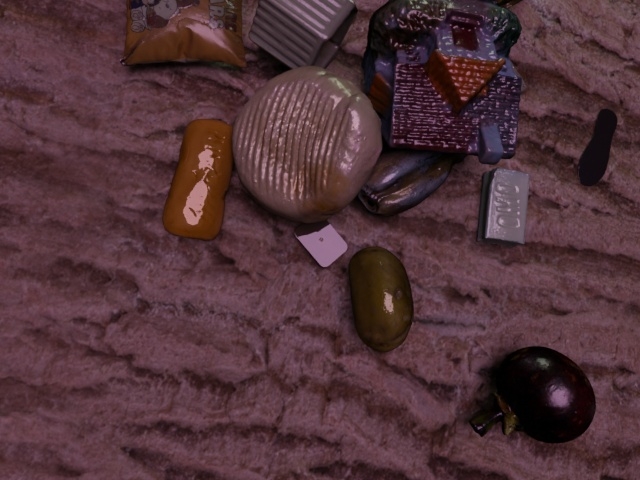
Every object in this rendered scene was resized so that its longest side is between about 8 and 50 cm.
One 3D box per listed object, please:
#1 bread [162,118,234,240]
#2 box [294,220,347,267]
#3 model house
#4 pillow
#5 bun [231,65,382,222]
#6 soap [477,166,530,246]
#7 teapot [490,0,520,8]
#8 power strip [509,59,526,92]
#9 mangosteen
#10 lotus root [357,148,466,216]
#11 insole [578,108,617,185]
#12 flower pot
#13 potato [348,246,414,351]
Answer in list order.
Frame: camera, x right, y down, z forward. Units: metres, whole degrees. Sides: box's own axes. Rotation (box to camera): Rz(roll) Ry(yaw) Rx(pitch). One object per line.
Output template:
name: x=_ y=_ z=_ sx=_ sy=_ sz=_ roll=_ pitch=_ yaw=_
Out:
bread: x=-0.288 y=-0.152 z=1.180 sx=0.142 sy=0.091 sz=0.304 roll=12 pitch=81 yaw=-13
box: x=0.000 y=0.000 z=1.233 sx=0.091 sy=0.031 sz=0.126 roll=-41 pitch=90 yaw=-12
model house: x=0.286 y=-0.340 z=1.150 sx=0.361 sy=0.297 sz=0.338 roll=4 pitch=63 yaw=-10
pillow: x=-0.338 y=-0.576 z=1.212 sx=0.313 sy=0.119 sz=0.309 roll=-2 pitch=79 yaw=-8
bun: x=-0.025 y=-0.224 z=1.156 sx=0.366 sy=0.219 sz=0.364 roll=2 pitch=94 yaw=28
soap: x=0.492 y=-0.089 z=1.308 sx=0.115 sy=0.063 sz=0.198 roll=8 pitch=81 yaw=-6
teapot: x=0.505 y=-0.746 z=1.347 sx=0.270 sy=0.173 sz=0.182 roll=-24 pitch=91 yaw=-44
power strip: x=0.469 y=-0.496 z=1.369 sx=0.118 sy=0.046 sz=0.270 roll=-31 pitch=87 yaw=-15
mangosteen: x=0.498 y=0.389 z=1.164 sx=0.289 sy=0.231 sz=0.231 roll=-31 pitch=88 yaw=-7
lotus root: x=0.236 y=-0.178 z=1.243 sx=0.322 sy=0.140 sz=0.158 roll=-30 pitch=109 yaw=-19
insole: x=0.807 y=-0.269 z=1.414 sx=0.086 sy=0.005 sz=0.253 roll=25 pitch=80 yaw=-6
flower pot: x=-0.041 y=-0.536 z=1.208 sx=0.190 sy=0.239 sz=0.209 roll=36 pitch=50 yaw=-3
potato: x=0.143 y=0.138 z=1.160 sx=0.149 sy=0.197 sz=0.228 roll=2 pitch=48 yaw=-13
